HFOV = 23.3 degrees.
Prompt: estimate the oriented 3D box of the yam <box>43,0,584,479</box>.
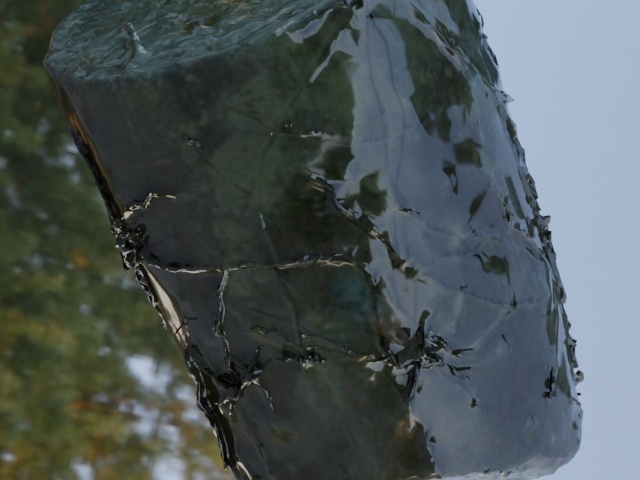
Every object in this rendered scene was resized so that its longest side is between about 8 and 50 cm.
[{"bbox_3d":[0.001,0.001,0.736,0.202,0.271,0.201,-13,-158,24],"label":"yam"}]
